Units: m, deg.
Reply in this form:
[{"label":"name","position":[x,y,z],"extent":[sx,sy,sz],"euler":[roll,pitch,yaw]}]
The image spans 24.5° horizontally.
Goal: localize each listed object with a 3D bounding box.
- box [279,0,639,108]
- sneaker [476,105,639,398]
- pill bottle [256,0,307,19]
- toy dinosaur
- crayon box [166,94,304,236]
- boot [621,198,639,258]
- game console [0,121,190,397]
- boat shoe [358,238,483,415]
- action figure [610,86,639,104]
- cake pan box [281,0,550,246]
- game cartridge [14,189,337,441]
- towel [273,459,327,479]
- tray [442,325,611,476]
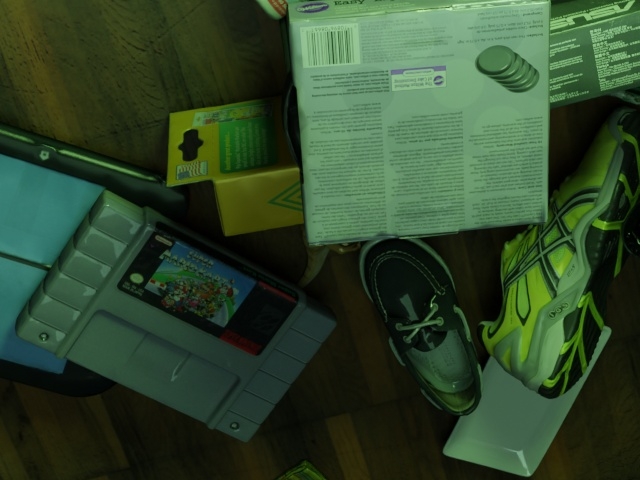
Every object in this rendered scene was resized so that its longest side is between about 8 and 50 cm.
[{"label":"box","position":[0.156,-0.221,1.641],"extent":[0.395,0.318,0.097],"euler":[-14,119,4]},{"label":"sneaker","position":[0.309,0.005,1.880],"extent":[0.147,0.145,0.384],"euler":[26,101,30]},{"label":"pill bottle","position":[-0.010,-0.330,1.696],"extent":[0.160,0.087,0.087],"euler":[-32,117,13]},{"label":"toy dinosaur","position":[0.000,0.000,1.913],"extent":[0.112,0.064,0.211],"euler":[4,132,6]},{"label":"crayon box","position":[-0.016,-0.103,1.758],"extent":[0.323,0.203,0.083],"euler":[-9,120,1]},{"label":"boot","position":[0.508,-0.046,1.841],"extent":[0.246,0.094,0.207],"euler":[-35,158,19]},{"label":"game console","position":[-0.397,0.020,1.878],"extent":[0.387,0.060,0.342],"euler":[17,117,-15]},{"label":"boat shoe","position":[0.142,0.112,1.930],"extent":[0.114,0.091,0.302],"euler":[-27,129,13]},{"label":"action figure","position":[0.383,-0.215,1.809],"extent":[0.232,0.063,0.137],"euler":[6,108,-12]},{"label":"cake pan box","position":[0.095,-0.123,1.471],"extent":[0.267,0.070,0.245],"euler":[-6,115,-1]},{"label":"game cartridge","position":[-0.180,0.103,1.894],"extent":[0.355,0.068,0.230],"euler":[28,114,-23]},{"label":"towel","position":[-0.081,0.415,2.151],"extent":[0.237,0.021,0.102],"euler":[-36,115,15]},{"label":"tray","position":[0.284,0.206,2.059],"extent":[0.145,0.030,0.270],"euler":[16,117,-14]}]
